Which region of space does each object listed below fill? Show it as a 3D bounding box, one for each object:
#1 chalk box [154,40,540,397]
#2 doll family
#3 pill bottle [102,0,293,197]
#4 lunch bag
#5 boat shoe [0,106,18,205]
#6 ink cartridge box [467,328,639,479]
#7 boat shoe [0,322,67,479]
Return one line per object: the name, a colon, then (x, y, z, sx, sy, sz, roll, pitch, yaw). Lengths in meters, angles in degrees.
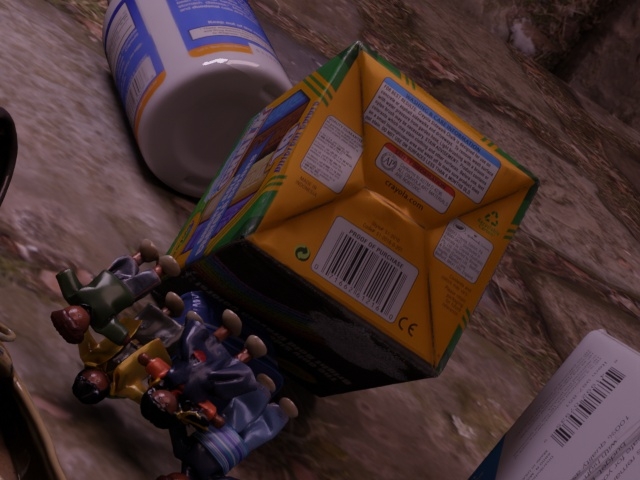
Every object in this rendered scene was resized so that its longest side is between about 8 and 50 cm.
chalk box: (0.000, 0.000, 1.165, 0.180, 0.179, 0.289, 35, -20, -14)
doll family: (-0.103, 0.093, 0.983, 0.193, 0.076, 0.111, 38, 53, 16)
pill bottle: (-0.125, -0.175, 1.435, 0.152, 0.152, 0.272, 26, 25, -34)
lunch bag: (-0.075, 0.092, 1.084, 0.098, 0.067, 0.065, 31, 22, -28)
boat shoe: (-0.238, 0.019, 0.729, 0.130, 0.132, 0.355, 0, 41, 8)
ink cartridge box: (0.202, 0.206, 0.987, 0.129, 0.223, 0.307, 40, 1, -10)
boat shoe: (-0.194, 0.094, 0.831, 0.104, 0.089, 0.285, 18, 29, -45)
